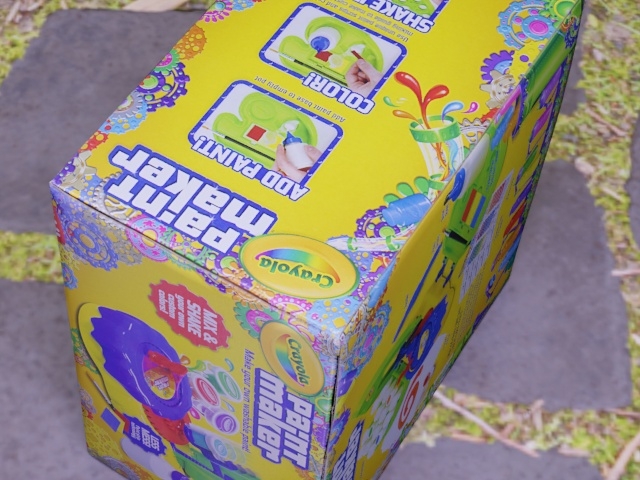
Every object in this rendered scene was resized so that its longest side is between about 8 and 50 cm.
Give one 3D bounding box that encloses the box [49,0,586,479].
[{"bbox_3d":[0.000,0.000,0.914,0.177,0.290,0.279,27,56,15],"label":"box"}]
